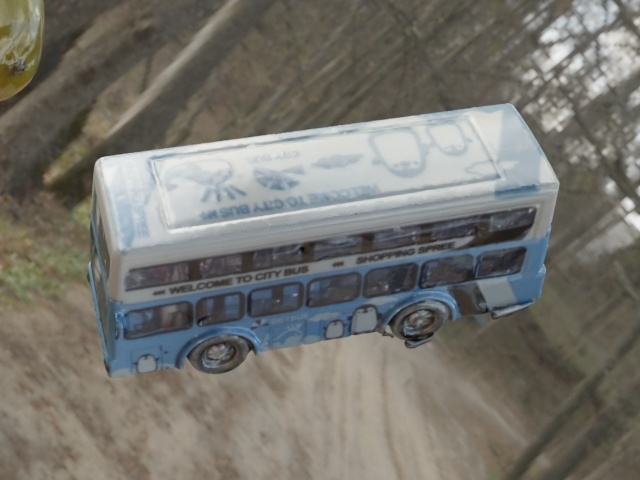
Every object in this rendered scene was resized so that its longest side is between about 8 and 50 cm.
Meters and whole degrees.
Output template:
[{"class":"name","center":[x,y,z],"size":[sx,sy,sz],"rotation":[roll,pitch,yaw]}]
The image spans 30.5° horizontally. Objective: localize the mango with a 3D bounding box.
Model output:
[{"class":"mango","center":[-0.323,-0.245,1.046],"size":[0.114,0.156,0.251],"rotation":[-8,86,-46]}]

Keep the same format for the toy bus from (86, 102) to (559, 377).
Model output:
[{"class":"toy bus","center":[0.000,0.000,0.764],"size":[0.131,0.297,0.106],"rotation":[96,-20,-46]}]
